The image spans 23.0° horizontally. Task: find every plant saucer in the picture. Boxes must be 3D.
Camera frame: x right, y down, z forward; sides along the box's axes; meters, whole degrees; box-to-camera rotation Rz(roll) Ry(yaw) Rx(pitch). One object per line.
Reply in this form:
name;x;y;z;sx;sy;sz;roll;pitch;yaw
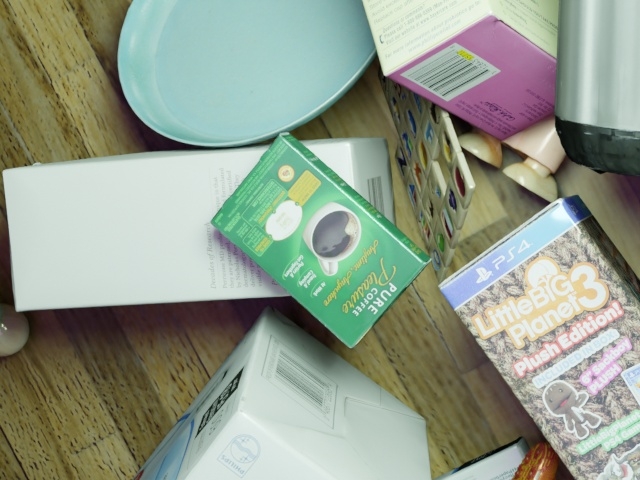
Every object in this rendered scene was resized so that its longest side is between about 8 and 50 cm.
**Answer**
plant saucer;-0.059;-0.223;1.603;0.317;0.044;0.317;-13;57;21

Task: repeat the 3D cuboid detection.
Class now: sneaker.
sneaker;0.217;0.285;1.571;0.067;0.064;0.175;9;101;-6

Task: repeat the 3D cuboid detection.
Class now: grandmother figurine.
grandmother figurine;0.263;-0.221;1.569;0.208;0.104;0.342;34;97;8

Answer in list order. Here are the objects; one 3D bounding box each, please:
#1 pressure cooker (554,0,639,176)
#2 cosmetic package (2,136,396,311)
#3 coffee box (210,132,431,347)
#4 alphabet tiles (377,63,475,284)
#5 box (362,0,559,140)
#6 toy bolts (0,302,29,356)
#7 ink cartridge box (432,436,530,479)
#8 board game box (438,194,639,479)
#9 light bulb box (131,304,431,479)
pressure cooker;0.377;-0.263;1.313;0.375;0.370;0.420;4;99;14
cosmetic package;-0.119;-0.020;1.620;0.365;0.197;0.155;-5;94;15
coffee box;0.000;0.000;1.473;0.184;0.040;0.113;40;103;6
alphabet tiles;0.099;-0.102;1.562;0.009;0.198;0.237;-12;64;-11
box;0.131;-0.247;1.472;0.117;0.213;0.243;-28;63;27
toy bolts;-0.441;0.115;1.764;0.228;0.158;0.218;-45;42;22
ink cartridge box;0.213;0.388;1.631;0.165;0.065;0.332;-27;85;13
board game box;0.268;0.113;1.515;0.141;0.232;0.291;-36;85;12
light bulb box;-0.082;0.305;1.529;0.225;0.358;0.361;37;101;-6
